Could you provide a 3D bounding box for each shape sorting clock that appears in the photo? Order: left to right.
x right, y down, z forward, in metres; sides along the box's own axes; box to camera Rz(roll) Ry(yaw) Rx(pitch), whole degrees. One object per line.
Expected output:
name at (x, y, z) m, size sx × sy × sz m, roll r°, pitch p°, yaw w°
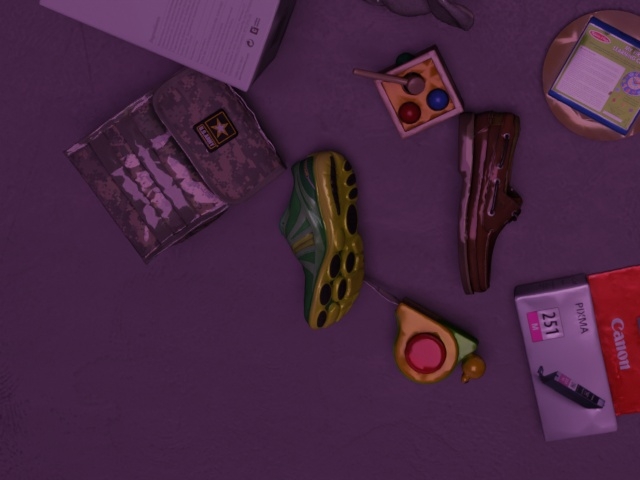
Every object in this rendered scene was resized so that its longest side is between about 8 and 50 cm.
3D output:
shape sorting clock at (0.457, -0.262, 1.903) m, size 0.206 × 0.040 × 0.206 m, roll 3°, pitch 105°, yaw 10°

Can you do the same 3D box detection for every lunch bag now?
lunch bag at (-0.228, -0.138, 1.969) m, size 0.287 × 0.169 × 0.235 m, roll -34°, pitch 96°, yaw 8°

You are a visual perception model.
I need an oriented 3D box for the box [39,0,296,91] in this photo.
box at (-0.222, -0.395, 1.856) m, size 0.345 × 0.215 × 0.168 m, roll 23°, pitch 114°, yaw 0°

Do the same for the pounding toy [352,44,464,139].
pounding toy at (0.142, -0.245, 1.918) m, size 0.130 × 0.100 × 0.141 m, roll -25°, pitch 102°, yaw 13°

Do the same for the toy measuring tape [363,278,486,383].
toy measuring tape at (0.127, 0.155, 2.040) m, size 0.330 × 0.121 × 0.121 m, roll 29°, pitch 108°, yaw 7°

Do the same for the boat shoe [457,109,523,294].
boat shoe at (0.277, -0.057, 1.951) m, size 0.104 × 0.111 × 0.307 m, roll 0°, pitch 107°, yaw 9°

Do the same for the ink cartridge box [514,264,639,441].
ink cartridge box at (0.471, 0.191, 2.027) m, size 0.239 × 0.060 × 0.275 m, roll -11°, pitch 105°, yaw 12°

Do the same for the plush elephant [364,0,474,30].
plush elephant at (0.153, -0.452, 1.795) m, size 0.330 × 0.255 × 0.272 m, roll -45°, pitch 53°, yaw -14°

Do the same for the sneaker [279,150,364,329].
sneaker at (0.000, 0.000, 2.002) m, size 0.123 × 0.109 × 0.296 m, roll 0°, pitch 90°, yaw 46°
